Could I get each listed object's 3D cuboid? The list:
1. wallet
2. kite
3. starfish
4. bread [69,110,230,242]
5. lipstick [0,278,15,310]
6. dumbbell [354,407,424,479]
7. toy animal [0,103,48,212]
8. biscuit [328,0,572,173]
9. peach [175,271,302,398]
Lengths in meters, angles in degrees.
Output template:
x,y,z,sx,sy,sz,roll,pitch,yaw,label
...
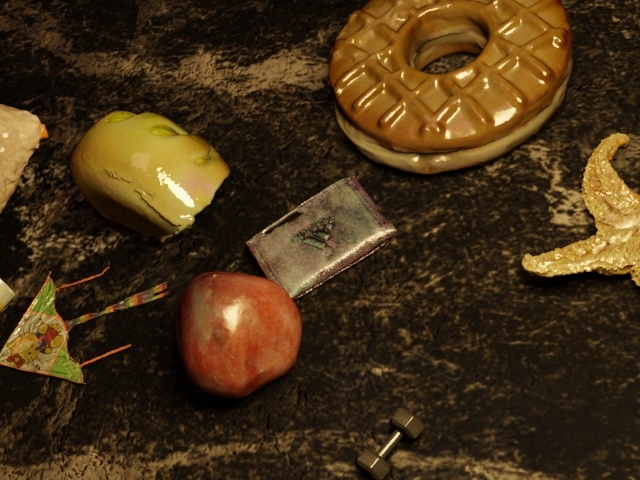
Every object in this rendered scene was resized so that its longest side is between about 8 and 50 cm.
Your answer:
x,y,z,sx,sy,sz,roll,pitch,yaw,label
0.000,0.001,1.508,0.166,0.030,0.111,-32,55,-3,wallet
-0.306,0.102,1.560,0.244,0.006,0.198,-24,50,2,kite
0.387,-0.013,1.355,0.299,0.060,0.302,-37,45,-17,starfish
-0.223,-0.099,1.583,0.261,0.156,0.158,25,68,32,bread
-0.507,0.145,1.568,0.059,0.059,0.264,31,71,35,lipstick
0.074,0.219,1.311,0.040,0.036,0.083,29,69,37,dumbbell
-0.543,-0.082,1.670,0.358,0.188,0.226,-18,61,6,toy animal
0.164,-0.227,1.571,0.332,0.103,0.332,-10,53,13,biscuit
-0.099,0.095,1.399,0.152,0.152,0.152,-10,52,13,peach
